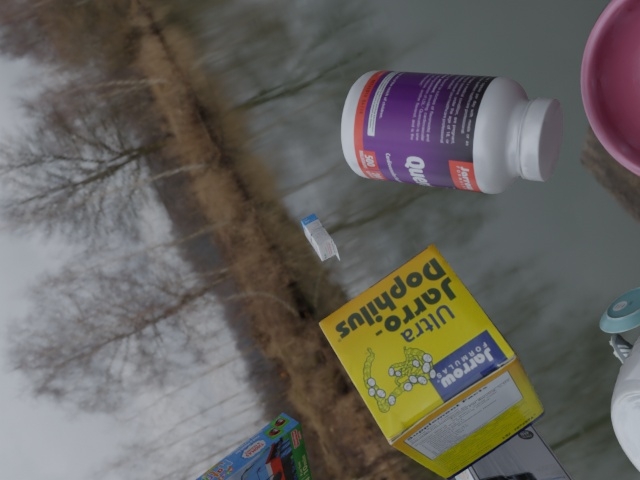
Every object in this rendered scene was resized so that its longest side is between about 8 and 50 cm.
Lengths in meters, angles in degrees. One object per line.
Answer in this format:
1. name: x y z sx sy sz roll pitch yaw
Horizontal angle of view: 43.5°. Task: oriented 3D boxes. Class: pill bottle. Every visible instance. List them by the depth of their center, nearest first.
1. pill bottle: 0.206 -0.173 1.276 0.323 0.181 0.181 10 137 30

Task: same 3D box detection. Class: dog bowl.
1. dog bowl: 0.593 -0.260 1.250 0.408 0.150 0.408 18 119 37

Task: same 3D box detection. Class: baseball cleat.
1. baseball cleat: 0.807 0.294 2.026 0.072 0.109 0.206 37 -155 -25

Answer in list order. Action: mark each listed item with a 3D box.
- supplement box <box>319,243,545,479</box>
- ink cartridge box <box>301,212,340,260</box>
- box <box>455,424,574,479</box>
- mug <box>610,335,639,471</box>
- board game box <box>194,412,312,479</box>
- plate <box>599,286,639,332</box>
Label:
1. supplement box: 0.175 0.192 1.164 0.195 0.194 0.356 57 -176 31
2. ink cartridge box: 0.000 0.000 1.373 0.083 0.028 0.048 56 170 38
3. box: 0.341 0.421 1.467 0.290 0.169 0.087 -115 19 -63
4. mug: 0.576 0.189 1.000 0.374 0.328 0.276 16 130 59
5. board game box: -0.097 0.327 0.945 0.039 0.211 0.160 21 131 43
6. plate: 0.773 0.161 1.991 0.024 0.188 0.188 52 174 -10
